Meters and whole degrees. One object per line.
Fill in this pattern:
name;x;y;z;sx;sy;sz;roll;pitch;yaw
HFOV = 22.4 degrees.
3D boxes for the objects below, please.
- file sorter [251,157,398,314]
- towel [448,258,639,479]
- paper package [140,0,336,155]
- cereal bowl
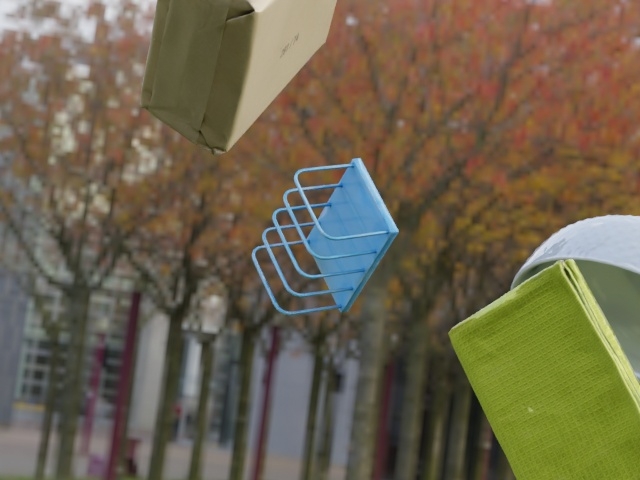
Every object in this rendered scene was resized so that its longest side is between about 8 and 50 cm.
file sorter;0.000;0.000;2.012;0.104;0.118;0.170;-8;-34;-32
towel;0.161;0.136;0.969;0.102;0.237;0.021;-34;-21;27
paper package;-0.107;-0.350;2.420;0.168;0.325;0.309;30;-40;10
cereal bowl;0.405;0.090;1.932;0.339;0.141;0.339;27;-29;17
